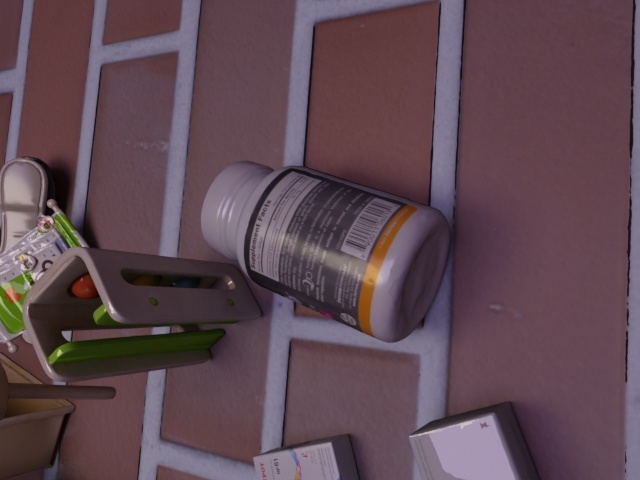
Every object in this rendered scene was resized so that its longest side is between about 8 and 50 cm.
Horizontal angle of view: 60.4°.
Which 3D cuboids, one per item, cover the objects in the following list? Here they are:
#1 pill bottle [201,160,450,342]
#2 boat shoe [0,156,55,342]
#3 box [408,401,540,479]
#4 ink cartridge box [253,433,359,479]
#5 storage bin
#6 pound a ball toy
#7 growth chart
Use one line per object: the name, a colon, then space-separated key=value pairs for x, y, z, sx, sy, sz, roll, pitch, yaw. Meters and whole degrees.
pill bottle: x=0.000 y=0.000 z=0.669 sx=0.279 sy=0.162 sz=0.162 roll=21 pitch=94 yaw=29
boat shoe: x=-0.537 y=0.016 z=1.003 sx=0.112 sy=0.095 sz=0.334 roll=9 pitch=92 yaw=-7
box: x=0.168 y=0.239 z=0.592 sx=0.102 sy=0.087 sz=0.101 roll=-24 pitch=73 yaw=23
ink cartridge box: x=-0.017 y=0.306 z=0.702 sx=0.123 sy=0.052 sz=0.088 roll=-21 pitch=75 yaw=25
storage bin: x=-0.609 y=0.291 z=0.899 sx=0.261 sy=0.262 sz=0.123 roll=20 pitch=96 yaw=28
pound a ball toy: x=-0.258 y=0.103 z=0.702 sx=0.208 sy=0.319 sz=0.135 roll=-41 pitch=67 yaw=18
growth chart: x=-0.490 y=0.068 z=0.947 sx=0.237 sy=0.021 sz=0.172 roll=-41 pitch=93 yaw=2
